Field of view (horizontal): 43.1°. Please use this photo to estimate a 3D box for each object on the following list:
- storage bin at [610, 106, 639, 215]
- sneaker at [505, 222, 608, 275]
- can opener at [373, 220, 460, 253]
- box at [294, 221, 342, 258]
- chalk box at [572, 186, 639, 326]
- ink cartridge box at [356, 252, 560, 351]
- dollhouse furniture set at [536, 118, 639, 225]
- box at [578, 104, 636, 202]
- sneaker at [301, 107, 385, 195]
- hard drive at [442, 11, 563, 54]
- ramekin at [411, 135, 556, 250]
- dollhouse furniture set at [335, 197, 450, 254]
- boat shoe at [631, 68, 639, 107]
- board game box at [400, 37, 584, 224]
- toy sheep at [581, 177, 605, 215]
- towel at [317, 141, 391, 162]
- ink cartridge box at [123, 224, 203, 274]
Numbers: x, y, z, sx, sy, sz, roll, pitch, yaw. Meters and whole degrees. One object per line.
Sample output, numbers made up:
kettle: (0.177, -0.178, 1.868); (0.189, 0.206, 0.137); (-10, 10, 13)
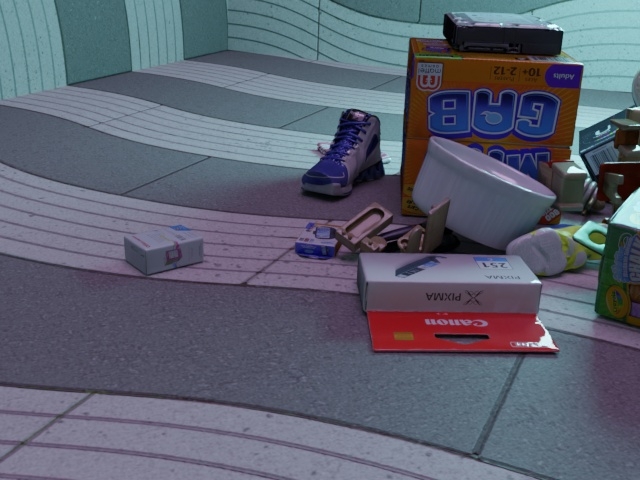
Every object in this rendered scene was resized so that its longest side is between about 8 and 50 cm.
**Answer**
storage bin: (0.796, -0.151, 1.772); (0.123, 0.260, 0.262); (-16, 28, -41)
sneaker: (0.449, 0.016, 1.579); (0.240, 0.091, 0.126); (-5, 4, -17)
can opener: (0.187, -0.008, 1.617); (0.186, 0.059, 0.073); (-5, 23, -19)
box: (0.000, 0.000, 1.622); (0.081, 0.028, 0.136); (7, 20, 10)
chalk box: (0.572, 0.035, 1.354); (0.289, 0.179, 0.180); (18, 33, 32)
ink cartridge box: (0.219, 0.096, 1.344); (0.297, 0.066, 0.261); (1, 20, -3)
dollhouse furniture set: (0.597, -0.121, 1.681); (0.259, 0.261, 0.135); (-1, 19, -6)
box: (0.755, -0.224, 2.040); (0.165, 0.143, 0.270); (-26, 10, 24)
sneaker: (0.061, -0.228, 2.007); (0.128, 0.182, 0.315); (12, 23, 28)
hard drive: (0.419, -0.493, 1.912); (0.237, 0.064, 0.339); (3, 21, 3)
ramekin: (0.319, -0.091, 1.634); (0.277, 0.135, 0.277); (22, 16, -7)
dollhouse furniture set: (0.133, -0.039, 1.524); (0.151, 0.123, 0.144); (37, 57, 26)
boat shoe: (0.936, -0.236, 1.925); (0.500, 0.186, 0.156); (38, 9, -1)
board game box: (0.377, -0.271, 1.907); (0.357, 0.356, 0.356); (3, 21, 4)
toy sheep: (0.603, -0.111, 1.890); (0.132, 0.091, 0.091); (34, 30, 12)
towel: (0.091, -0.249, 2.275); (0.144, 0.029, 0.197); (-8, 23, -23)
ink cartridge box: (-0.293, 0.016, 1.516); (0.122, 0.052, 0.088); (-13, 25, -36)
